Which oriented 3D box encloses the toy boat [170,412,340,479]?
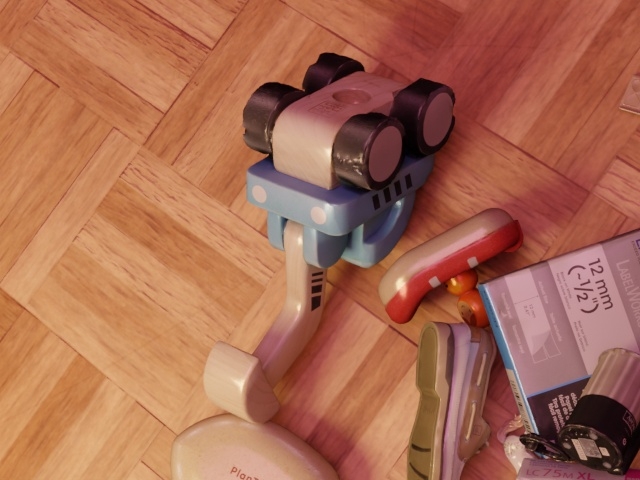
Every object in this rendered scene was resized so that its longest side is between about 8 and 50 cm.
[{"bbox_3d":[-0.134,0.413,1.793,0.267,0.148,0.318,30,79,17],"label":"toy boat"}]

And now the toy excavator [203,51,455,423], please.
[{"bbox_3d":[0.000,0.000,1.798,0.222,0.433,0.445,20,125,32],"label":"toy excavator"}]

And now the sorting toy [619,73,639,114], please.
[{"bbox_3d":[0.492,-0.209,1.811,0.083,0.012,0.062,21,79,24],"label":"sorting toy"}]

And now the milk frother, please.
[{"bbox_3d":[0.339,0.218,1.551,0.143,0.129,0.135,16,50,29],"label":"milk frother"}]

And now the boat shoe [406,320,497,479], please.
[{"bbox_3d":[0.190,0.267,1.729,0.103,0.113,0.302,4,97,-17],"label":"boat shoe"}]

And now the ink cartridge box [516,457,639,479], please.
[{"bbox_3d":[0.356,0.439,1.609,0.185,0.065,0.311,2,110,18],"label":"ink cartridge box"}]

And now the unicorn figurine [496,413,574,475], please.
[{"bbox_3d":[0.299,0.322,1.719,0.111,0.060,0.162,-30,54,9],"label":"unicorn figurine"}]

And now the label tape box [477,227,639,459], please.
[{"bbox_3d":[0.417,0.119,1.651,0.347,0.115,0.249,-19,86,3],"label":"label tape box"}]

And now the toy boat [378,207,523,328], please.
[{"bbox_3d":[0.203,0.060,1.772,0.231,0.151,0.151,-29,87,9],"label":"toy boat"}]
